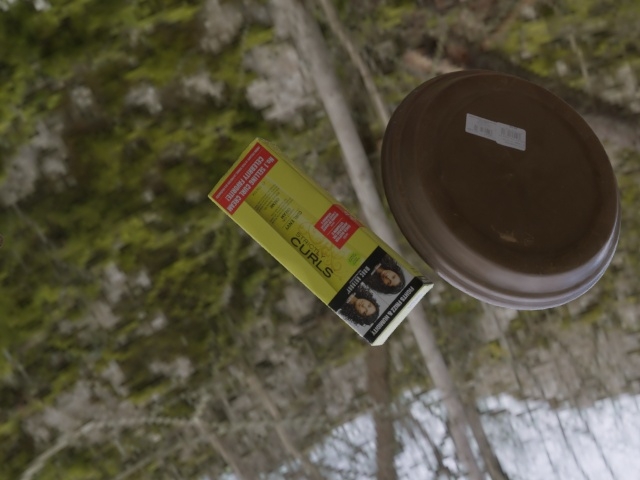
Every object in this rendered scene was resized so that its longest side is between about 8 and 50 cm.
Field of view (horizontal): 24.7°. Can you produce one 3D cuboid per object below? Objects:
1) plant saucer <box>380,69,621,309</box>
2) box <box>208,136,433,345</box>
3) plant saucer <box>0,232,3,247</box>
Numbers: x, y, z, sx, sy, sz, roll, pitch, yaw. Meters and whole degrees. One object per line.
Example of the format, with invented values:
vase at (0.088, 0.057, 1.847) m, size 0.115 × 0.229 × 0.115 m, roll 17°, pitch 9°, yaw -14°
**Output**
plant saucer at (0.196, -0.063, 1.510) m, size 0.278 × 0.278 × 0.041 m, roll -53°, pitch -178°, yaw -33°
box at (0.000, 0.000, 1.488) m, size 0.232 × 0.058 × 0.087 m, roll 43°, pitch -83°, yaw 13°
plant saucer at (-0.320, 0.024, 1.016) m, size 0.199 × 0.036 × 0.198 m, roll -19°, pitch -163°, yaw 6°
